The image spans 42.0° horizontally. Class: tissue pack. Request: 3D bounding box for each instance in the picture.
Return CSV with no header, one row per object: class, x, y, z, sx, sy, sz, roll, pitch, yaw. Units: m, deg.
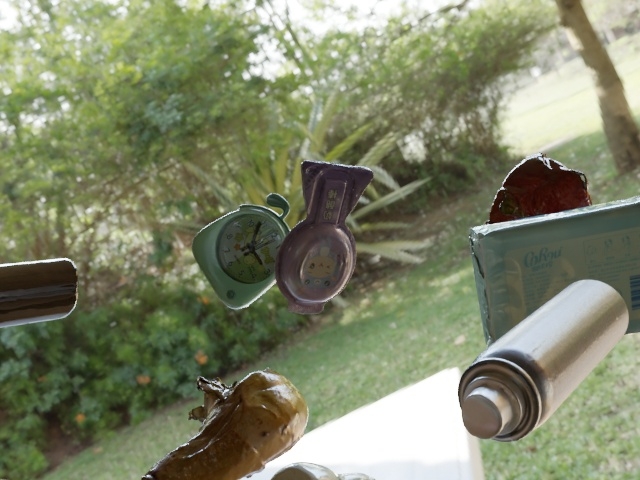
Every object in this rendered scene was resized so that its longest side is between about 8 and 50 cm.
tissue pack,0.336,0.044,1.091,0.263,0.177,0.089,-11,12,0

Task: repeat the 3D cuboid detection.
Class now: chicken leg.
chicken leg,-0.100,0.182,0.732,0.207,0.101,0.085,-33,-33,-36

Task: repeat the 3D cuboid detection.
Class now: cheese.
cheese,0.000,0.000,0.996,0.105,0.191,0.042,4,16,-24

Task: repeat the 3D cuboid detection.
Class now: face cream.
face cream,0.196,0.101,0.728,0.073,0.073,0.283,-24,-2,36

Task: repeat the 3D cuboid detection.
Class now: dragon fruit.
dragon fruit,0.341,-0.048,1.325,0.161,0.127,0.120,-31,31,-24

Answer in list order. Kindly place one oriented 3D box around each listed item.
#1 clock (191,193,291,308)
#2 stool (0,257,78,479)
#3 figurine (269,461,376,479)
clock,-0.110,0.016,1.397,0.188,0.148,0.060,-32,-9,12
stool,-0.388,0.149,0.756,0.310,0.310,0.226,-16,-17,36
figurine,0.038,0.371,1.124,0.155,0.127,0.235,-31,-37,28
